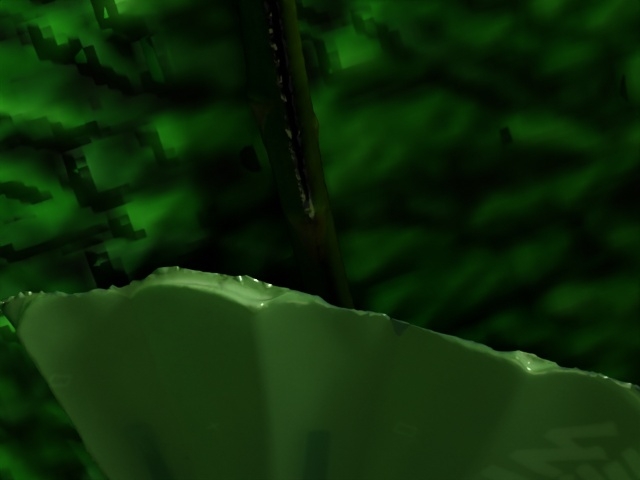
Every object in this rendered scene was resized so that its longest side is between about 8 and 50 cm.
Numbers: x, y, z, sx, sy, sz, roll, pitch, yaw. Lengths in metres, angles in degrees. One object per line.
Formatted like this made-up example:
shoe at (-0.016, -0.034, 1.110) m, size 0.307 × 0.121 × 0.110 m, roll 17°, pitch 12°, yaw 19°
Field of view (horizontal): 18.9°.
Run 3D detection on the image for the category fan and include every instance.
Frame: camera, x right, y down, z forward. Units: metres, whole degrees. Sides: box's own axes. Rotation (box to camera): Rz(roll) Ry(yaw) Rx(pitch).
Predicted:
fan at (0.037, 0.080, 0.376) m, size 0.131 × 0.009 × 0.240 m, roll -33°, pitch 113°, yaw 31°

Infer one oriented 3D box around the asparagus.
asparagus at (0.000, 0.000, 0.353) m, size 0.016 × 0.013 × 0.166 m, roll -10°, pitch 118°, yaw 2°
